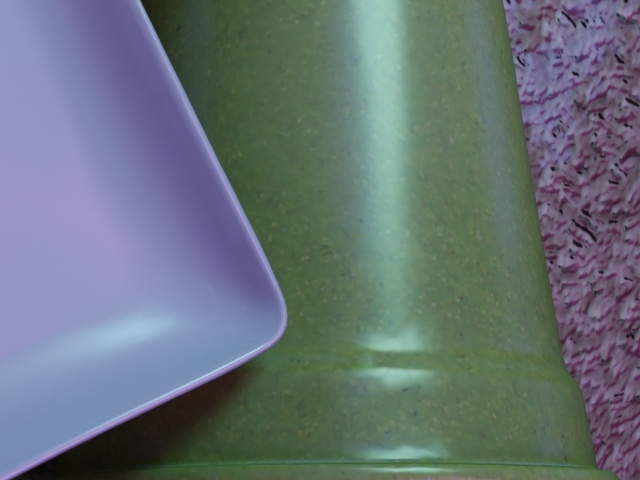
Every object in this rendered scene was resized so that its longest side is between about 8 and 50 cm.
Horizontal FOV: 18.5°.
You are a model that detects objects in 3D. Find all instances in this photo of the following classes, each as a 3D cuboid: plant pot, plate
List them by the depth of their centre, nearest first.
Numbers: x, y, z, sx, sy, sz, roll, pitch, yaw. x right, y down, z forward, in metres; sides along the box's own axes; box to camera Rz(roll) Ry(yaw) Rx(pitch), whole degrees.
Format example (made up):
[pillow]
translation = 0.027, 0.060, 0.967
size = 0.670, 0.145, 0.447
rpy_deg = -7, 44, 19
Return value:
[plate]
translation = -0.185, -0.028, 0.757
size = 0.278, 0.045, 0.277
rpy_deg = -27, 93, -24
[plant pot]
translation = 0.000, 0.000, 0.942
size = 0.276, 0.276, 0.253
rpy_deg = 9, 77, -47
